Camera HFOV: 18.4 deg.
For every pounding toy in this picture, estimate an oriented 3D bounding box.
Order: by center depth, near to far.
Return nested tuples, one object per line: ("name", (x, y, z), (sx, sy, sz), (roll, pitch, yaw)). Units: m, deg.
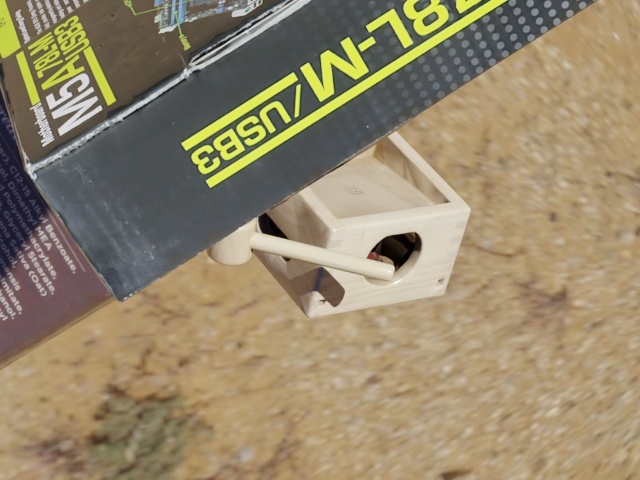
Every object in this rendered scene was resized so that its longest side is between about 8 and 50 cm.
("pounding toy", (0.000, 0.006, 1.455), (0.181, 0.206, 0.094), (49, 136, 40))

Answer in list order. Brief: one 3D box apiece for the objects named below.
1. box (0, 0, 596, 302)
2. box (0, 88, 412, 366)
("box", (0.002, -0.083, 0.497), (0.184, 0.191, 0.045), (-35, 117, 0))
("box", (-0.153, -0.019, 1.052), (0.381, 0.191, 0.143), (-32, 91, 40))
